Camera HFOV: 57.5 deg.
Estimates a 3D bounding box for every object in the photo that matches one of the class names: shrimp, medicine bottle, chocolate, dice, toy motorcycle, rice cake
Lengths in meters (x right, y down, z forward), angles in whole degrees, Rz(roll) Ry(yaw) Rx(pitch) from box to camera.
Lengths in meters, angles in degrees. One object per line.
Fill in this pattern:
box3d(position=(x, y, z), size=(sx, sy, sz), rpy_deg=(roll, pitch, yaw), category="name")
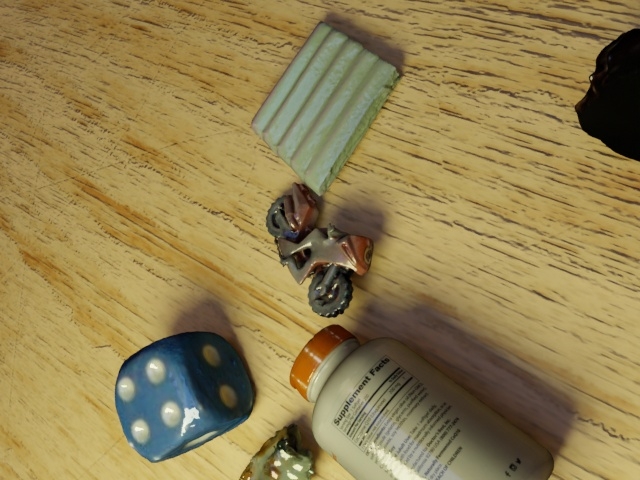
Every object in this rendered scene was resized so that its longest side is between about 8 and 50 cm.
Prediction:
box3d(position=(-0.042, 0.409, 0.765), size=(0.185, 0.068, 0.287), rpy_deg=(-35, 70, 23), category="shrimp")
box3d(position=(0.097, 0.215, 0.662), size=(0.288, 0.157, 0.157), rpy_deg=(34, 100, 29), category="medicine bottle")
box3d(position=(0.373, -0.187, 0.547), size=(0.224, 0.206, 0.177), rpy_deg=(10, 78, 35), category="chocolate")
box3d(position=(-0.192, 0.219, 0.831), size=(0.146, 0.143, 0.146), rpy_deg=(-32, 69, 22), category="dice")
box3d(position=(0.000, 0.000, 0.793), size=(0.118, 0.084, 0.213), rpy_deg=(-46, 52, 18), category="toy motorcycle")
box3d(position=(0.001, -0.194, 0.831), size=(0.198, 0.037, 0.189), rpy_deg=(-50, 62, 9), category="rice cake")
